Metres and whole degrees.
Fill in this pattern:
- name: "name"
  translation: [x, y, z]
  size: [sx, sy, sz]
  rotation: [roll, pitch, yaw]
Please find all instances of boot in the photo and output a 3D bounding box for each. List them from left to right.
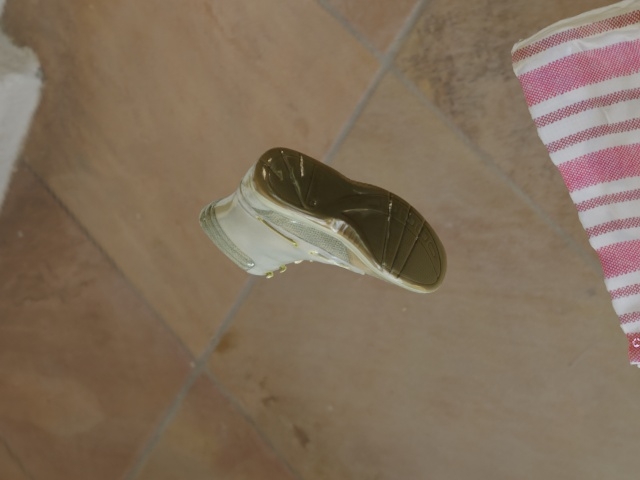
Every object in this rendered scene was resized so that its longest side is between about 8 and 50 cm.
- name: "boot"
  translation: [0.000, 0.000, 1.025]
  size: [0.213, 0.077, 0.165]
  rotation: [28, 152, -18]

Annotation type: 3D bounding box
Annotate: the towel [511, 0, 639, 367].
- name: "towel"
  translation: [0.173, -0.023, 0.521]
  size: [0.144, 0.029, 0.197]
  rotation: [-9, 108, 63]
